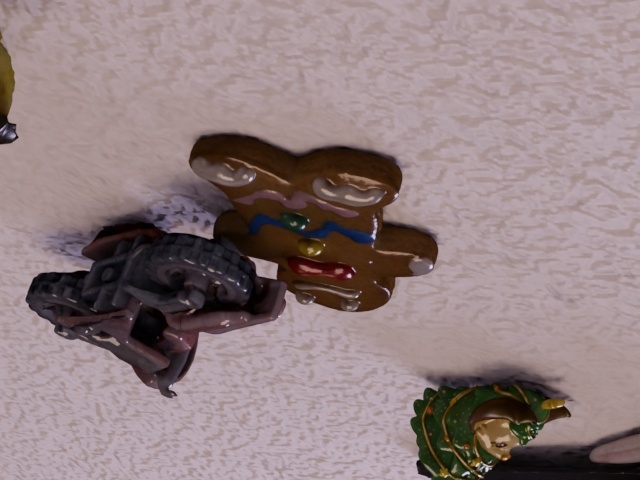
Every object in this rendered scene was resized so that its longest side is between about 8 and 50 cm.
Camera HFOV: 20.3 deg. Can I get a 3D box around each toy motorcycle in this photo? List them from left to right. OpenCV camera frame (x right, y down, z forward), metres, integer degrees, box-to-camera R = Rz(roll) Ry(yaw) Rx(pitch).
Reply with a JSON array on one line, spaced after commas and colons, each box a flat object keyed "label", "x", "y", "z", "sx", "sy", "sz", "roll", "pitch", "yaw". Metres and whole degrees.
[{"label": "toy motorcycle", "x": -0.094, "y": 0.041, "z": 1.120, "sx": 0.118, "sy": 0.084, "sz": 0.212, "roll": 33, "pitch": 153, "yaw": -27}]

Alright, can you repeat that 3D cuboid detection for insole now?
[{"label": "insole", "x": 0.218, "y": 0.183, "z": 1.379, "sx": 0.309, "sy": 0.012, "sz": 0.110, "roll": -2, "pitch": 164, "yaw": 31}]

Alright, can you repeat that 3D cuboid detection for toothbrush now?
[{"label": "toothbrush", "x": 0.282, "y": 0.125, "z": 1.216, "sx": 0.025, "sy": 0.029, "sz": 0.307, "roll": 23, "pitch": 157, "yaw": -24}]

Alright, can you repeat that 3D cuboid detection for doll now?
[{"label": "doll", "x": 0.116, "y": 0.119, "z": 1.258, "sx": 0.113, "sy": 0.077, "sz": 0.078, "roll": -42, "pitch": 155, "yaw": 28}]

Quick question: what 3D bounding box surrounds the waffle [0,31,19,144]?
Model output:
[{"label": "waffle", "x": -0.342, "y": -0.140, "z": 0.826, "sx": 0.379, "sy": 0.095, "sz": 0.382, "roll": 4, "pitch": 158, "yaw": 19}]

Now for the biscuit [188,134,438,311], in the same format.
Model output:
[{"label": "biscuit", "x": 0.000, "y": 0.001, "z": 1.059, "sx": 0.138, "sy": 0.031, "sz": 0.205, "roll": 7, "pitch": 158, "yaw": 11}]
